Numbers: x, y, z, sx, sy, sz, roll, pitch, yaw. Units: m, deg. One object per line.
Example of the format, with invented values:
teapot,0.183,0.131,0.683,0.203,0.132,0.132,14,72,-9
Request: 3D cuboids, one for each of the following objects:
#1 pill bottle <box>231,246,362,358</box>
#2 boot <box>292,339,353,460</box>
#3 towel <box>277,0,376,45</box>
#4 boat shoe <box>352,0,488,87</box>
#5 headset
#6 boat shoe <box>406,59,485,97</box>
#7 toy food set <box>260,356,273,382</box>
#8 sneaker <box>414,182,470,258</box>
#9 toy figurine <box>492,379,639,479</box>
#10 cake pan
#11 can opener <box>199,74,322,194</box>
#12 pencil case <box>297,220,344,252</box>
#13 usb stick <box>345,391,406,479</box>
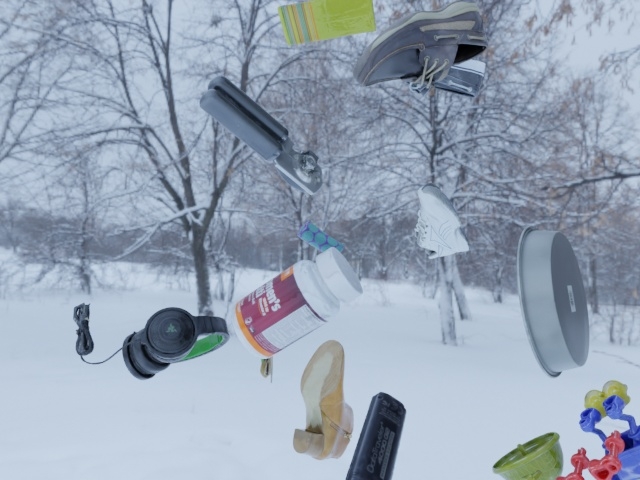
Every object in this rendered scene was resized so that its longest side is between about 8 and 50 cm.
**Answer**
pill bottle,-0.042,0.111,0.842,0.221,0.121,0.121,-34,-13,13
boot,0.033,0.423,1.223,0.104,0.295,0.211,8,-16,34
towel,0.016,-0.559,1.168,0.237,0.021,0.102,-4,-43,14
boat shoe,0.233,-0.407,0.995,0.355,0.130,0.132,-31,-7,-19
headset,-0.429,0.244,1.209,0.243,0.185,0.394,-36,-27,33
boat shoe,0.271,-0.433,1.215,0.301,0.102,0.108,10,10,-1
toy food set,-0.163,0.350,1.400,0.038,0.133,0.192,1,-4,-6
sneaker,0.313,-0.036,1.254,0.129,0.111,0.297,-27,-44,11
toy figurine,0.419,0.336,0.607,0.191,0.217,0.362,-26,-21,-53
cake pan,0.451,0.111,0.884,0.054,0.293,0.293,-12,-12,39
can opener,-0.108,-0.178,0.869,0.283,0.076,0.095,36,-36,-29
pencil case,0.000,0.000,1.513,0.151,0.064,0.070,34,1,-11
usb stick,0.092,0.375,0.794,0.077,0.045,0.278,31,33,4
